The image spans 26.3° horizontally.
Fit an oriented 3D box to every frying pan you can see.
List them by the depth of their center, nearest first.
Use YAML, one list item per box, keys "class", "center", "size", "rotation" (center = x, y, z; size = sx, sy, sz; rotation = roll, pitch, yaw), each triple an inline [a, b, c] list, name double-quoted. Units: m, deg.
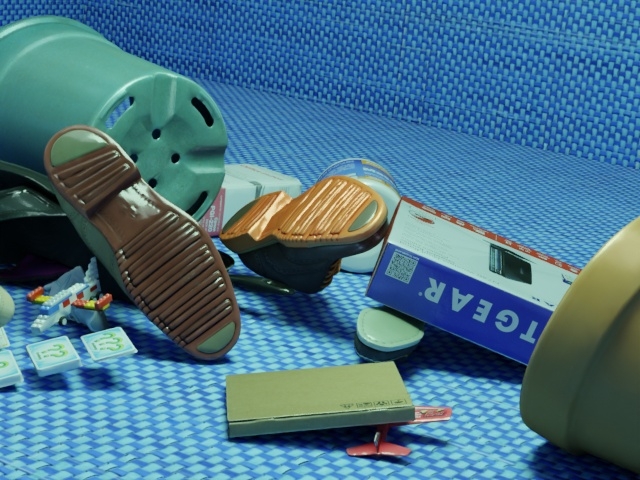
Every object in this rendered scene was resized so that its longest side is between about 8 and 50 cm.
- class: "frying pan"
  center: [-0.163, 0.045, 1.975]
  size: [0.326, 0.053, 0.197]
  rotation: [11, 14, 16]

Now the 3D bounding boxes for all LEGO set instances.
- class: "LEGO set"
  center: [-0.335, 0.092, 1.630]
  size: [0.183, 0.060, 0.244]
  rotation: [-13, 21, -17]

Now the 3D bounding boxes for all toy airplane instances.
- class: "toy airplane"
  center: [0.070, 0.204, 1.496]
  size: [0.151, 0.028, 0.151]
  rotation: [-2, 12, 0]

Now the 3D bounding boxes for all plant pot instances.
- class: "plant pot"
  center: [0.381, 0.139, 1.459]
  size: [0.203, 0.290, 0.291]
  rotation: [37, 29, 31]
- class: "plant pot"
  center: [-0.333, -0.150, 2.065]
  size: [0.341, 0.341, 0.334]
  rotation: [-6, 17, -41]

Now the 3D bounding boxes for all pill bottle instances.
- class: "pill bottle"
  center: [0.060, -0.053, 2.264]
  size: [0.152, 0.152, 0.272]
  rotation: [6, 15, -3]

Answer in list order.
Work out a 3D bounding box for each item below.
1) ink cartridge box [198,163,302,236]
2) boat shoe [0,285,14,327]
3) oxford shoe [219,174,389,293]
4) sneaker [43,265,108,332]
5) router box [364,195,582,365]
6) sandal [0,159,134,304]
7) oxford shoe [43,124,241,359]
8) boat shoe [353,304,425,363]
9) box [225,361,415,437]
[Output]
- class: "ink cartridge box"
  center: [-0.164, -0.072, 2.366]
  size: [0.218, 0.092, 0.159]
  rotation: [-8, 20, -40]
- class: "boat shoe"
  center: [-0.486, 0.064, 1.673]
  size: [0.302, 0.109, 0.098]
  rotation: [5, -16, 44]
- class: "oxford shoe"
  center: [0.000, 0.000, 1.920]
  size: [0.130, 0.132, 0.364]
  rotation: [-47, 21, -22]
- class: "sneaker"
  center: [-0.316, 0.086, 1.774]
  size: [0.061, 0.053, 0.152]
  rotation: [-23, 27, -14]
- class: "router box"
  center: [0.240, 0.066, 1.854]
  size: [0.336, 0.082, 0.301]
  rotation: [23, 15, 1]
- class: "sandal"
  center: [-0.398, -0.008, 1.885]
  size: [0.446, 0.167, 0.107]
  rotation: [13, 32, 24]
- class: "oxford shoe"
  center: [-0.221, 0.010, 1.741]
  size: [0.123, 0.348, 0.130]
  rotation: [-33, -11, -18]
- class: "boat shoe"
  center: [0.089, 0.122, 1.757]
  size: [0.081, 0.068, 0.228]
  rotation: [29, 19, 11]
- class: "box"
  center: [-0.005, 0.174, 1.531]
  size: [0.201, 0.021, 0.164]
  rotation: [-5, 12, -4]
